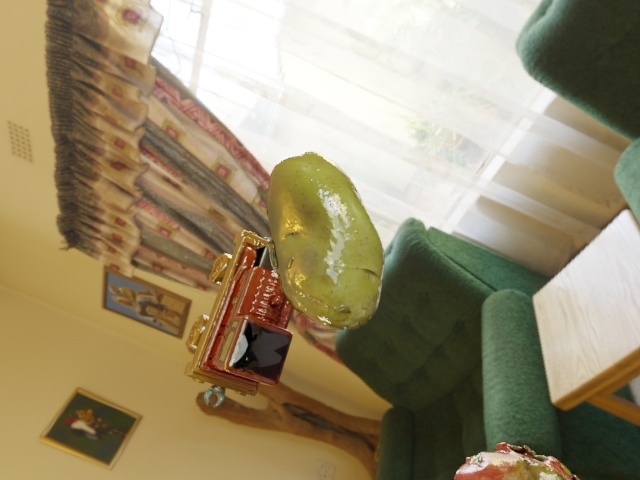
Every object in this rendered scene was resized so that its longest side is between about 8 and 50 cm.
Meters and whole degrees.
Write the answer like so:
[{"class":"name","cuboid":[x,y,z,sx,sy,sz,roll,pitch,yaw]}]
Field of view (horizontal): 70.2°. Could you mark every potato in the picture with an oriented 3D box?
[{"class":"potato","cuboid":[0.000,0.000,0.612,0.169,0.143,0.248,-33,72,59]}]

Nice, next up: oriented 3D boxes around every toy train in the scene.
[{"class":"toy train","cuboid":[-0.147,0.161,0.941,0.232,0.163,0.369,-12,55,55]}]

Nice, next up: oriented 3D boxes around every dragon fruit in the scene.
[{"class":"dragon fruit","cuboid":[0.408,0.547,0.877,0.269,0.291,0.250,-8,-81,-58]}]
